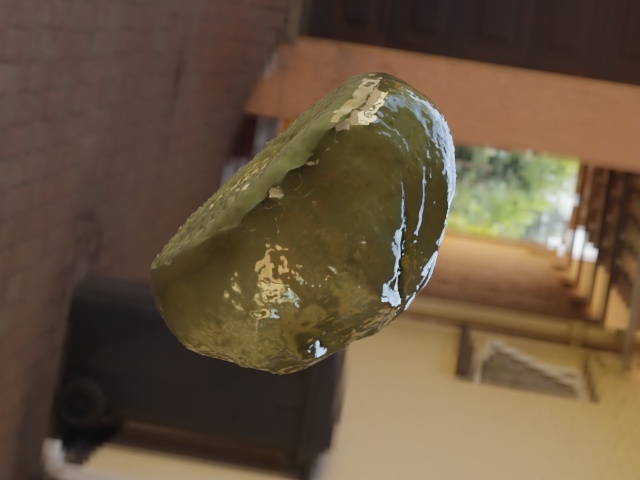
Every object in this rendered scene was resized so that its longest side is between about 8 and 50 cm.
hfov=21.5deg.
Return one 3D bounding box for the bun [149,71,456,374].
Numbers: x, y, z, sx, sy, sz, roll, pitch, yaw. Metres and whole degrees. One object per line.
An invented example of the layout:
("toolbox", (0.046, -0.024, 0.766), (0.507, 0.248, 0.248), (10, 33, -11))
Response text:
("bun", (0.000, 0.000, 0.942), (0.195, 0.118, 0.195), (-39, -173, 5))
